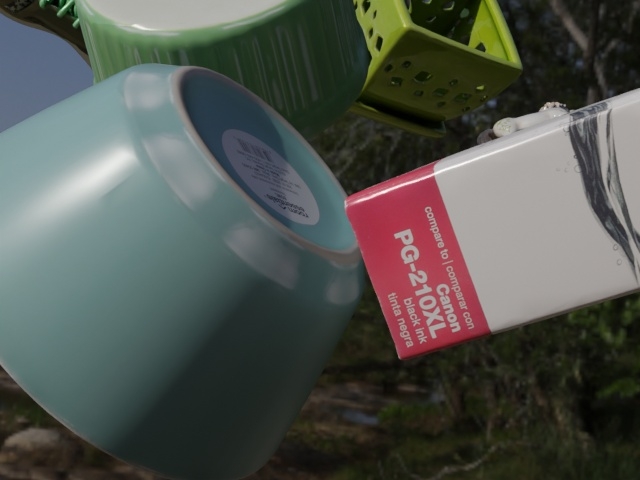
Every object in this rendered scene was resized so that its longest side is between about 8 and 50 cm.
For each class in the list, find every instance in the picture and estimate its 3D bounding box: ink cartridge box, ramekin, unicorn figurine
[{"bbox_3d":[0.156,-0.026,0.537,0.237,0.100,0.172,-19,3,19],"label":"ink cartridge box"},{"bbox_3d":[-0.105,-0.233,0.959,0.304,0.303,0.148,6,-41,14],"label":"ramekin"},{"bbox_3d":[0.255,-0.124,1.053,0.162,0.060,0.111,-2,31,-12],"label":"unicorn figurine"}]

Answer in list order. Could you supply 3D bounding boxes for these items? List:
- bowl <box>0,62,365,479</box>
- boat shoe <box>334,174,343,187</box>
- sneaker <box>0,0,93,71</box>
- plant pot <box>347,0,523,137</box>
[{"bbox_3d":[-0.088,-0.006,0.654,0.163,0.311,0.312,-43,-26,20],"label":"bowl"},{"bbox_3d":[-0.001,0.000,1.497,0.079,0.227,0.081,-11,13,-36],"label":"boat shoe"},{"bbox_3d":[-0.362,-0.366,1.456,0.410,0.158,0.182,34,-9,-36],"label":"sneaker"},{"bbox_3d":[0.141,-0.298,1.428,0.228,0.227,0.207,14,-42,-30],"label":"plant pot"}]
